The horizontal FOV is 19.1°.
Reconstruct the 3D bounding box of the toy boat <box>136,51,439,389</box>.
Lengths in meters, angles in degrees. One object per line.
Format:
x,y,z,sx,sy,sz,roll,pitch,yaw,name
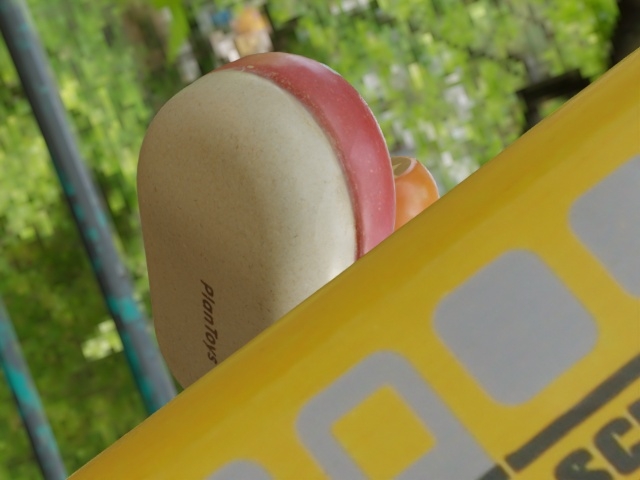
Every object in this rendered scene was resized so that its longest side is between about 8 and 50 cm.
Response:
0.000,0.000,0.996,0.151,0.151,0.231,37,-34,32,toy boat

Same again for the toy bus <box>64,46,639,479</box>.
-0.001,0.099,0.379,0.130,0.333,0.108,49,-14,16,toy bus
